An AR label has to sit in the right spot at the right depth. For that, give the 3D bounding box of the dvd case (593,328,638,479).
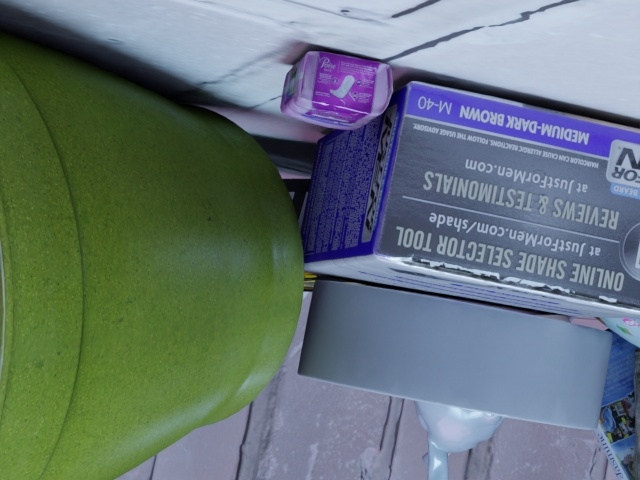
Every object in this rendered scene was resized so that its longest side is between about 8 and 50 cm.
[{"bbox_3d":[0.358,0.187,1.615,0.180,0.253,0.022,-22,170,-23],"label":"dvd case"}]

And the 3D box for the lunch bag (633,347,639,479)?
[{"bbox_3d":[0.444,0.164,1.534,0.305,0.256,0.212,12,176,-13],"label":"lunch bag"}]

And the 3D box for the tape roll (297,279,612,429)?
[{"bbox_3d":[0.096,0.082,1.204,0.219,0.072,0.219,11,177,1],"label":"tape roll"}]

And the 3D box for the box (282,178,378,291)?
[{"bbox_3d":[0.000,0.000,1.400,0.322,0.079,0.257,0,173,7],"label":"box"}]

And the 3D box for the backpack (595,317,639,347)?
[{"bbox_3d":[0.250,0.023,1.141,0.151,0.115,0.182,14,173,-3],"label":"backpack"}]

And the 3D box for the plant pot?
[{"bbox_3d":[-0.205,0.023,1.084,0.366,0.367,0.353,8,-173,35],"label":"plant pot"}]

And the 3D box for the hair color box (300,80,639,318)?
[{"bbox_3d":[0.101,-0.016,1.073,0.185,0.110,0.339,11,178,-8],"label":"hair color box"}]

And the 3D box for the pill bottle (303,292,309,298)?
[{"bbox_3d":[-0.083,0.013,1.764,0.131,0.131,0.229,12,175,-13],"label":"pill bottle"}]

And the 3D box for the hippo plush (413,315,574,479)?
[{"bbox_3d":[0.110,0.088,1.775,0.236,0.294,0.234,31,-158,-14],"label":"hippo plush"}]

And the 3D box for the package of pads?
[{"bbox_3d":[0.008,-0.083,0.931,0.050,0.032,0.083,9,176,-9],"label":"package of pads"}]
